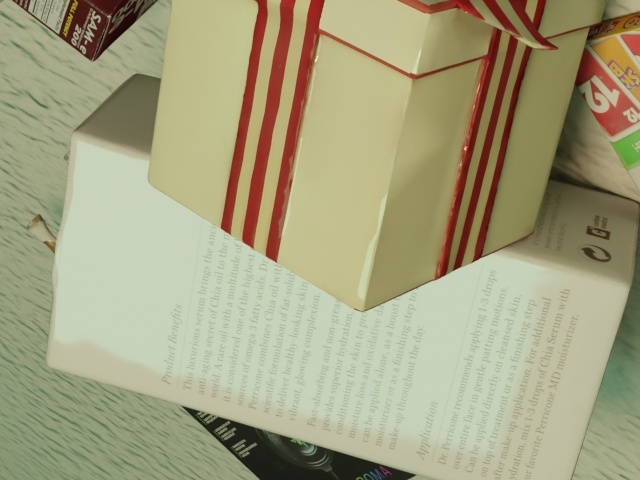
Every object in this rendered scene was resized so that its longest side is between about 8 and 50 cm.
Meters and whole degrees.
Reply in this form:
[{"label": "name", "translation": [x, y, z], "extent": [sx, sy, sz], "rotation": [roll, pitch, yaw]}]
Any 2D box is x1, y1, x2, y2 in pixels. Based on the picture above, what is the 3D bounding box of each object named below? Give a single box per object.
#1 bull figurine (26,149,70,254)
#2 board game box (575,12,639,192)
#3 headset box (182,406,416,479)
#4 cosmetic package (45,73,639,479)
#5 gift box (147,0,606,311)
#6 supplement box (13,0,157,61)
[{"label": "bull figurine", "translation": [-0.191, -0.018, 1.607], "extent": [0.188, 0.101, 0.310], "rotation": [44, 143, 0]}, {"label": "board game box", "translation": [0.296, -0.062, 1.177], "extent": [0.124, 0.039, 0.259], "rotation": [-10, 125, 48]}, {"label": "headset box", "translation": [-0.025, 0.133, 1.594], "extent": [0.283, 0.131, 0.246], "rotation": [45, 144, -6]}, {"label": "cosmetic package", "translation": [0.016, 0.038, 1.281], "extent": [0.453, 0.161, 0.230], "rotation": [16, 118, 7]}, {"label": "gift box", "translation": [0.060, -0.128, 1.087], "extent": [0.276, 0.255, 0.258], "rotation": [26, 122, 28]}, {"label": "supplement box", "translation": [-0.248, -0.281, 1.340], "extent": [0.239, 0.130, 0.073], "rotation": [37, 145, 1]}]
